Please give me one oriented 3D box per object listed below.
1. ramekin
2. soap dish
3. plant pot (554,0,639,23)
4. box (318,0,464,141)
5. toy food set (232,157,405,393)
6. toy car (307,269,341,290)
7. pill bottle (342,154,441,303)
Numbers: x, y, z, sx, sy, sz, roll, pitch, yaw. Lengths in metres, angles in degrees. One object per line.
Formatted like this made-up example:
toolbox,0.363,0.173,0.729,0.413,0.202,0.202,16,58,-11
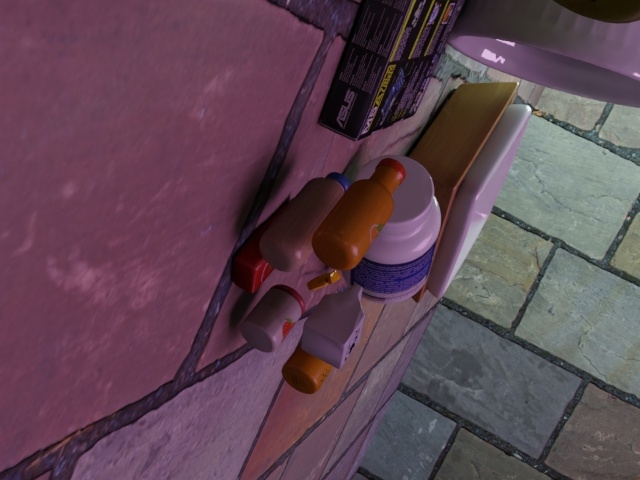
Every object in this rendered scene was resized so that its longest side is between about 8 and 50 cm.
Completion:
ramekin,0.299,-0.258,0.961,0.277,0.277,0.135,-8,117,-73
soap dish,0.193,-0.073,1.218,0.229,0.118,0.291,-54,164,-31
plant pot,0.260,-0.326,0.491,0.353,0.366,0.366,-37,164,-2
box,0.080,-0.193,0.744,0.184,0.045,0.190,-31,146,-61
toy food set,-0.002,0.025,0.709,0.104,0.111,0.232,-52,160,-36
toy car,0.000,0.000,0.805,0.040,0.060,0.122,-21,-163,26
pill bottle,0.077,-0.012,0.925,0.112,0.112,0.186,-57,166,-22
